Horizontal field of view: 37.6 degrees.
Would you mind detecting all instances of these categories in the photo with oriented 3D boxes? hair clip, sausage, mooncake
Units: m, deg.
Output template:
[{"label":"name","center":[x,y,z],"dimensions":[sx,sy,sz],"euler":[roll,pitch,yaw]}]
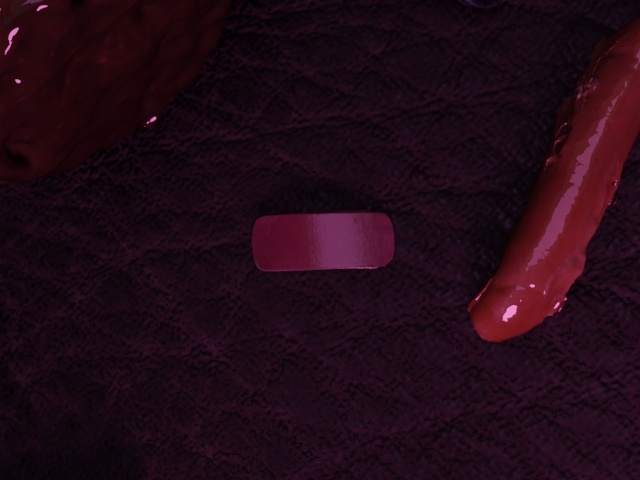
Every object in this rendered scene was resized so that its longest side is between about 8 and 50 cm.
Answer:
[{"label":"hair clip","center":[-0.001,0.000,0.866],"dimensions":[0.137,0.022,0.054],"euler":[-2,88,15]},{"label":"sausage","center":[0.212,-0.048,0.784],"dimensions":[0.078,0.078,0.304],"euler":[26,93,16]},{"label":"mooncake","center":[-0.220,-0.206,0.792],"dimensions":[0.187,0.324,0.324],"euler":[44,98,12]}]

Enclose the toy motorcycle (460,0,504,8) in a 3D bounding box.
[{"label":"toy motorcycle","center":[0.133,-0.343,0.777],"dimensions":[0.154,0.206,0.260],"euler":[27,94,53]}]
